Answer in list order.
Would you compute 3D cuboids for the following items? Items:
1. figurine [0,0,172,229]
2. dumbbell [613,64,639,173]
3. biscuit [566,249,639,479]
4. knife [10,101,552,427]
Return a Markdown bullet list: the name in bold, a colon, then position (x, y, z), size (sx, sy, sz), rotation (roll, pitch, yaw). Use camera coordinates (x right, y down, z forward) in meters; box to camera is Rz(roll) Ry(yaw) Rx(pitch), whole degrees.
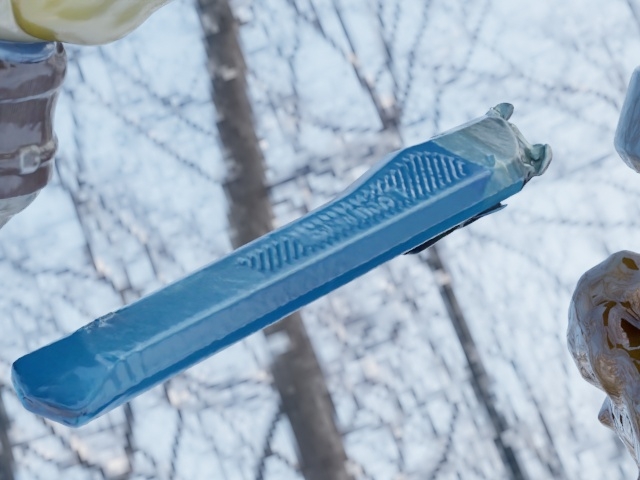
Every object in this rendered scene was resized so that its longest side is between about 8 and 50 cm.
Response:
- **figurine**: position (-0.099, -0.076, 0.606), size (0.114, 0.108, 0.196), rotation (-12, -38, -52)
- **dumbbell**: position (0.347, -0.185, 1.395), size (0.203, 0.203, 0.322), rotation (1, -71, -41)
- **biscuit**: position (0.274, 0.212, 0.869), size (0.166, 0.343, 0.395), rotation (-24, -49, 1)
- **knife**: position (-0.001, 0.002, 0.687), size (0.296, 0.044, 0.026), rotation (-27, -33, -47)
